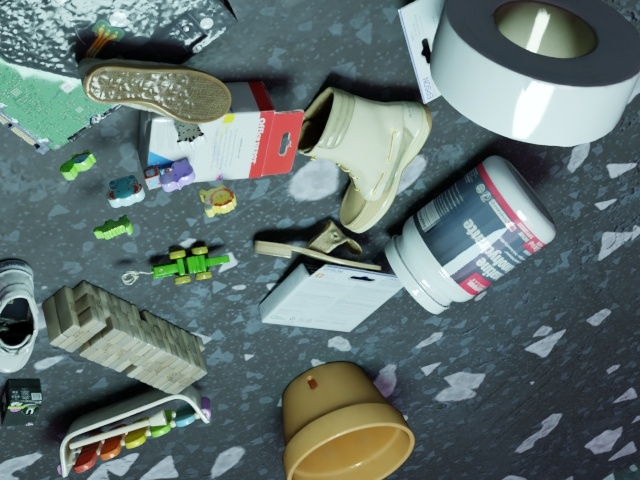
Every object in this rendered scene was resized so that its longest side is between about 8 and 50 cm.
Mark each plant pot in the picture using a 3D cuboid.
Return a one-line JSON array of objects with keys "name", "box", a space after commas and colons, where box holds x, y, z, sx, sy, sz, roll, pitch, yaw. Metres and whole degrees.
[{"name": "plant pot", "box": [0.036, 0.407, 2.074, 0.290, 0.203, 0.291, -15, 141, -12]}]

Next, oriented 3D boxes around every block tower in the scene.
[{"name": "block tower", "box": [-0.343, 0.184, 1.709, 0.091, 0.097, 0.335, -36, 141, 17]}]

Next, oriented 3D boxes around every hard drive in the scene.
[{"name": "hard drive", "box": [-0.309, -0.274, 1.218, 0.339, 0.064, 0.237, -34, 141, 11]}]

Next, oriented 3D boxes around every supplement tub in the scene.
[{"name": "supplement tub", "box": [0.274, -0.008, 1.723, 0.272, 0.191, 0.191, -39, 140, 17]}]

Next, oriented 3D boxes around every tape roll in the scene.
[{"name": "tape roll", "box": [0.298, -0.257, 1.305, 0.286, 0.286, 0.100, -8, 137, -19]}]

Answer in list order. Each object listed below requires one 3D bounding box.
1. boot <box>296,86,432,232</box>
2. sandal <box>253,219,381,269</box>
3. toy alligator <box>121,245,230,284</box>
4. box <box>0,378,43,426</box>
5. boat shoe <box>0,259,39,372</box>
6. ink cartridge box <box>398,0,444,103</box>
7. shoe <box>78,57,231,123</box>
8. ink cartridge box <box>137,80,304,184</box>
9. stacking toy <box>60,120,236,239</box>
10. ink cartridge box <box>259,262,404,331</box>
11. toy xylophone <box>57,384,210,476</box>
[{"name": "boot", "box": [0.042, -0.129, 1.541, 0.203, 0.095, 0.262, 5, 132, -33]}, {"name": "sandal", "box": [0.002, 0.000, 1.691, 0.240, 0.079, 0.088, 8, 178, -13]}, {"name": "toy alligator", "box": [-0.254, 0.048, 1.634, 0.189, 0.056, 0.051, -11, 180, -16]}, {"name": "box", "box": [-0.565, 0.306, 1.769, 0.062, 0.052, 0.083, 6, 134, -30]}, {"name": "boat shoe", "box": [-0.520, 0.152, 1.583, 0.096, 0.088, 0.268, 0, 136, -28]}, {"name": "ink cartridge box", "box": [0.225, -0.332, 1.439, 0.208, 0.045, 0.206, -26, 141, -1]}, {"name": "shoe", "box": [-0.220, -0.208, 1.255, 0.219, 0.058, 0.077, 6, 113, -38]}, {"name": "ink cartridge box", "box": [-0.152, -0.163, 1.415, 0.231, 0.078, 0.134, -6, 139, -21]}, {"name": "stacking toy", "box": [-0.247, -0.079, 1.363, 0.221, 0.052, 0.167, -17, 141, -2]}, {"name": "ink cartridge box", "box": [0.029, 0.099, 1.810, 0.223, 0.045, 0.224, 11, 142, -36]}, {"name": "toy xylophone", "box": [-0.376, 0.369, 1.837, 0.322, 0.236, 0.081, -19, 97, 4]}]
